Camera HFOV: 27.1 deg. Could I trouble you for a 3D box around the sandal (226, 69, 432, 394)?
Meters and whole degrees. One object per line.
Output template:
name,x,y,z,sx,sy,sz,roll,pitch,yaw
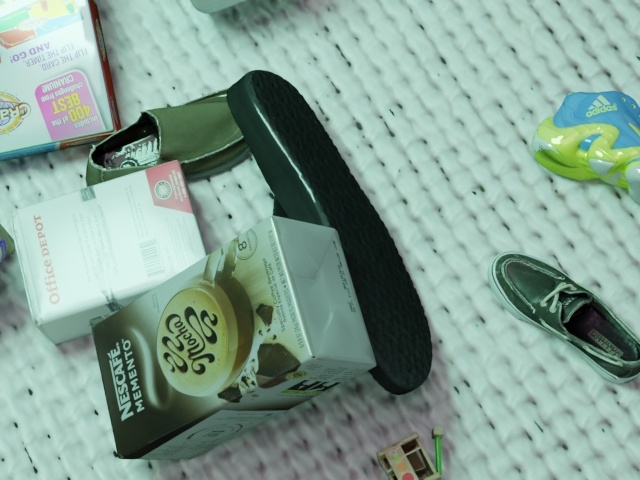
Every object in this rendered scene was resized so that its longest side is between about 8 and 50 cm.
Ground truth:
sandal,0.001,-0.001,1.591,0.107,0.167,0.446,-39,64,27

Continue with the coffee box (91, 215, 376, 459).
coffee box,-0.103,0.117,1.476,0.297,0.119,0.168,-31,64,31

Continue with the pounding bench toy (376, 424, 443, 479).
pounding bench toy,0.116,0.256,1.511,0.083,0.052,0.065,-27,68,-6

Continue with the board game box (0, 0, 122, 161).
board game box,-0.404,-0.265,1.706,0.242,0.064,0.317,-11,89,1

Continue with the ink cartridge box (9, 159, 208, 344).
ink cartridge box,-0.252,0.016,1.623,0.218,0.092,0.159,-16,67,-3

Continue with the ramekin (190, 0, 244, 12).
ramekin,-0.146,-0.426,1.701,0.135,0.277,0.277,-24,68,4

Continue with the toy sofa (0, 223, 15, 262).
toy sofa,-0.540,0.079,1.595,0.362,0.150,0.177,-41,74,-11

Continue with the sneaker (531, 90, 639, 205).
sneaker,0.385,-0.118,1.616,0.240,0.091,0.126,23,71,15

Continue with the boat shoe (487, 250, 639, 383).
boat shoe,0.291,0.078,1.556,0.219,0.070,0.078,37,76,18

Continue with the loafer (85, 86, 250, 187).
loafer,-0.183,-0.124,1.674,0.251,0.087,0.094,-28,68,-6
